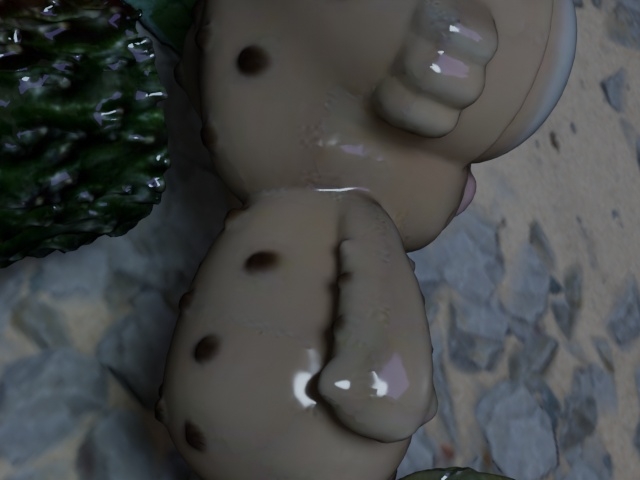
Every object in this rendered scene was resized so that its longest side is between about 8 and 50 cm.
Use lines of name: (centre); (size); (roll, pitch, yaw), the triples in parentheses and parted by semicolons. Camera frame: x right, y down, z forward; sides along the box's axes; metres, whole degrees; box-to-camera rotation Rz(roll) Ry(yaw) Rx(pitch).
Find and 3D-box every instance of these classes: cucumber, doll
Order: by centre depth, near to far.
cucumber: (-0.203, -0.009, 0.351); (0.359, 0.096, 0.096); (-17, 87, -42)
doll: (0.001, 0.000, 0.456); (0.119, 0.154, 0.278); (16, 80, -28)

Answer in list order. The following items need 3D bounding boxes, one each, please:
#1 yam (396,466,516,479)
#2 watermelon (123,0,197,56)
yam: (0.045, 0.271, 0.484); (0.083, 0.083, 0.371); (22, 61, -35)
watermelon: (0.006, -0.125, 0.597); (0.187, 0.071, 0.139); (18, 60, -36)
